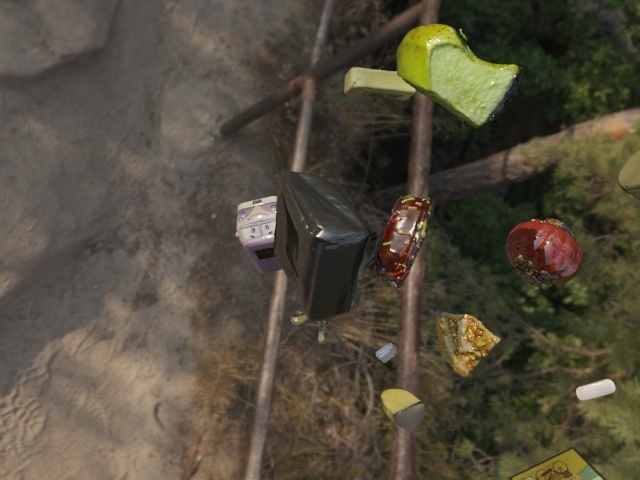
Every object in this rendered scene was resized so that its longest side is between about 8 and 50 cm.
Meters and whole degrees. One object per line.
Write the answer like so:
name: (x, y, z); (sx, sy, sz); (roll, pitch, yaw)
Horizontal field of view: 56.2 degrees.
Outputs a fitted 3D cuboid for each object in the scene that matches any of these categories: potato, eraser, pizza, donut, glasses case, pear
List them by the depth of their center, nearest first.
pear: (0.290, -0.376, 1.339); (0.256, 0.163, 0.238); (32, 13, -3)
glasses case: (0.620, 0.337, 1.353); (0.021, 0.083, 0.032); (20, 50, -70)
donut: (0.192, -0.006, 1.415); (0.096, 0.216, 0.230); (22, 65, 7)
eraser: (0.154, -0.405, 1.556); (0.172, 0.117, 0.058); (4, 94, -8)
potato: (0.207, 0.437, 1.567); (0.096, 0.103, 0.066); (-10, 111, -19)
pizza: (0.399, 0.276, 1.607); (0.062, 0.162, 0.181); (-31, 111, -77)

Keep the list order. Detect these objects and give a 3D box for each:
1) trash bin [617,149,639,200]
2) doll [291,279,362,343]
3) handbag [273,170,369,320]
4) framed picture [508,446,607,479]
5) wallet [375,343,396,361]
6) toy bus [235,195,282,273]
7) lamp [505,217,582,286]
trash bin: (0.822, -0.103, 1.304); (0.248, 0.243, 0.121); (36, 79, -10)
doll: (0.015, 0.182, 1.731); (0.091, 0.286, 0.202); (45, 78, -12)
handbag: (0.003, 0.000, 1.436); (0.178, 0.301, 0.274); (-10, 48, -17)
framed picture: (0.749, 0.766, 1.760); (0.324, 0.244, 0.013); (-130, -159, -60)
wallet: (0.208, 0.353, 1.879); (0.025, 0.061, 0.122); (50, -2, 23)
toy bus: (-0.145, -0.015, 1.676); (0.202, 0.142, 0.142); (69, 13, -53)
lamp: (0.670, 0.030, 1.795); (0.227, 0.227, 0.226); (26, 54, -42)
